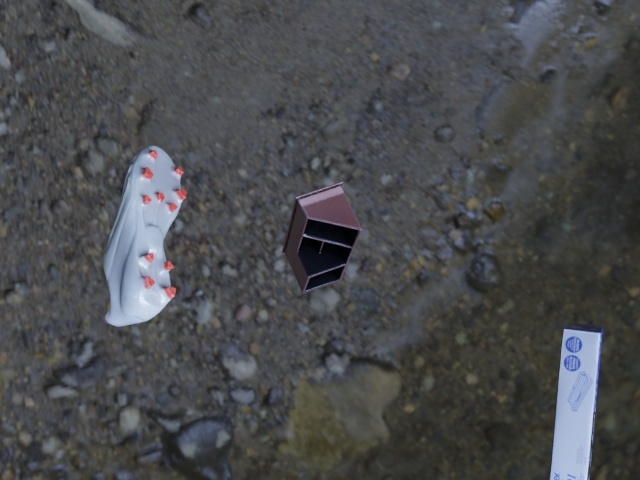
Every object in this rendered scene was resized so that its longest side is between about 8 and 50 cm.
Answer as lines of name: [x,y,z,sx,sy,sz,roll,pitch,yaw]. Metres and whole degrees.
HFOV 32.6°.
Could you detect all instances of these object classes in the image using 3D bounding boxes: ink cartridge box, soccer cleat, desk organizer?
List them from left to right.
soccer cleat: [-0.177,-0.008,1.059,0.076,0.196,0.068,-26,138,31]
desk organizer: [0.000,0.000,1.033,0.047,0.050,0.130,-19,161,-15]
ink cartridge box: [0.300,0.205,1.285,0.046,0.097,0.207,5,91,16]
